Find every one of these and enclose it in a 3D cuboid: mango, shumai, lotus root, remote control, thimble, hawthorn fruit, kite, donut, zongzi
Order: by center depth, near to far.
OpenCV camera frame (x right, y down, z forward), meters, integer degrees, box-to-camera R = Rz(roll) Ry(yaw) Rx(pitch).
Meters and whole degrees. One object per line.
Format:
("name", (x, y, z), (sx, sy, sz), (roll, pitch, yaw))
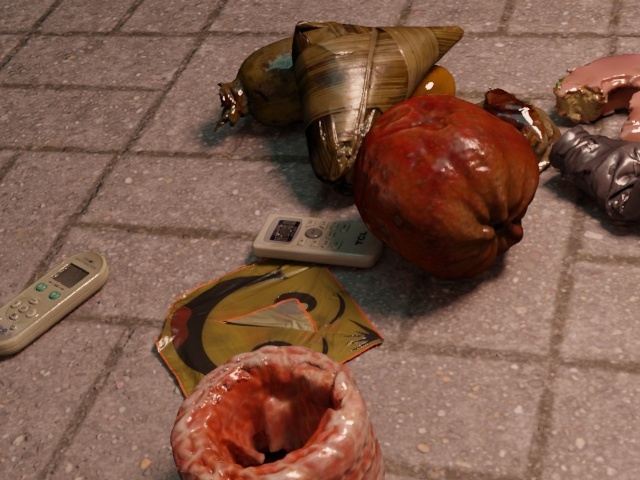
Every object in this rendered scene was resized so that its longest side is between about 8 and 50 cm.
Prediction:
("thimble", (-0.046, 0.245, 1.299), (0.239, 0.162, 0.239), (-10, 37, 7))
("hawthorn fruit", (0.171, -0.079, 1.556), (0.258, 0.258, 0.261), (-20, 68, -9))
("kite", (-0.069, 0.124, 1.564), (0.328, 0.013, 0.377), (4, 41, 17))
("remote control", (-0.404, 0.093, 1.665), (0.078, 0.042, 0.221), (23, 49, 37))
("remote control", (0.000, 0.000, 1.673), (0.190, 0.029, 0.087), (7, 39, 17))
("shumai", (0.275, -0.176, 1.754), (0.201, 0.120, 0.201), (-7, 42, 6))
("donut", (0.492, -0.211, 1.766), (0.199, 0.085, 0.233), (-25, 40, -14))
("zongzi", (0.110, -0.221, 1.788), (0.288, 0.134, 0.285), (-6, 73, -11))
("mango", (0.139, -0.229, 1.884), (0.184, 0.085, 0.102), (-29, 48, -3))
("lotus root", (-0.069, -0.268, 1.931), (0.278, 0.154, 0.154), (-23, 40, -7))

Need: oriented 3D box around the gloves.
("gloves", (0.455, -0.090, 1.608), (0.142, 0.119, 0.285), (-41, 36, -14))
